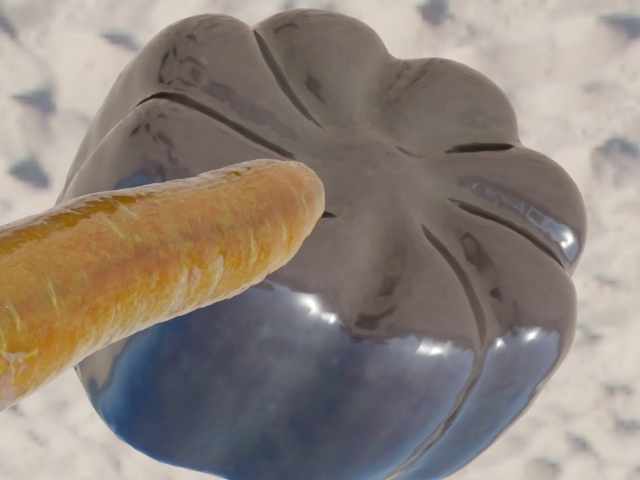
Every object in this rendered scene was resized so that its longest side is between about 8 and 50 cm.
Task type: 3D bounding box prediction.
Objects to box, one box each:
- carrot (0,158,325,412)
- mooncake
[{"bbox_3d":[-0.068,0.015,0.393,0.043,0.043,0.248,-24,179,36],"label":"carrot"},{"bbox_3d":[0.000,0.000,1.070,0.306,0.306,0.154,11,137,-24],"label":"mooncake"}]
